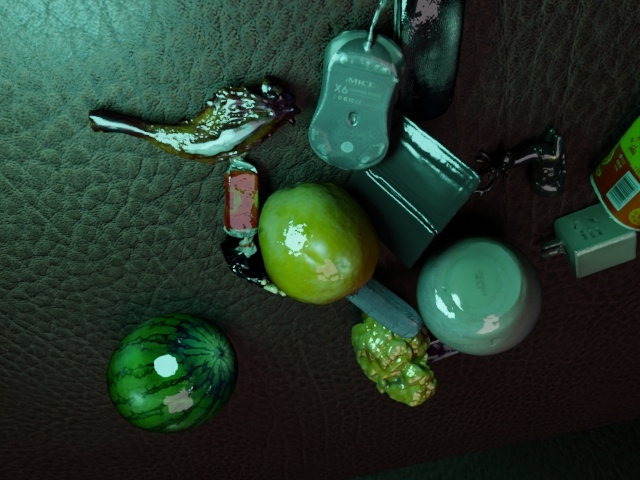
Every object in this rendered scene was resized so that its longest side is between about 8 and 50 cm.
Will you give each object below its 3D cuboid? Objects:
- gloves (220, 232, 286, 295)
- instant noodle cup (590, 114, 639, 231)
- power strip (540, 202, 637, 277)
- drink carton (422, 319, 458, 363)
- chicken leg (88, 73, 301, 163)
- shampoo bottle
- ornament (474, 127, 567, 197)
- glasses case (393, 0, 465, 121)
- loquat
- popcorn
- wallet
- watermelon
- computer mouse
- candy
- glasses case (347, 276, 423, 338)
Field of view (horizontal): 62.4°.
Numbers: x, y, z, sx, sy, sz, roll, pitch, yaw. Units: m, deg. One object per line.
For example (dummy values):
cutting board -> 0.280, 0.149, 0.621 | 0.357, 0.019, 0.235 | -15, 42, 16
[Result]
gloves -> -0.141, 0.058, 1.335 | 0.165, 0.124, 0.203 | -29, 131, -8
instant noodle cup -> 0.813, -0.185, 1.206 | 0.294, 0.293, 0.307 | 4, 144, -17
power strip -> 0.735, 0.007, 1.474 | 0.225, 0.140, 0.139 | -23, 139, 11
drink carton -> 0.342, 0.350, 1.800 | 0.223, 0.101, 0.134 | -23, 135, 11
chicken leg -> -0.240, -0.220, 1.034 | 0.408, 0.095, 0.157 | -6, 133, -2
shampoo bottle -> 0.414, 0.141, 1.403 | 0.323, 0.322, 0.317 | -26, 157, 16
ornament -> 0.464, -0.153, 1.282 | 0.236, 0.080, 0.202 | -19, 135, 5
glasses case -> 0.199, -0.357, 0.989 | 0.122, 0.075, 0.314 | -9, 139, -1
loquat -> 0.000, 0.000, 1.197 | 0.276, 0.276, 0.283 | -18, 99, 7
popcorn -> 0.220, 0.347, 1.618 | 0.225, 0.332, 0.265 | -21, 159, -26
wallet -> 0.176, -0.107, 1.153 | 0.041, 0.247, 0.322 | -32, 161, -39
watermelon -> -0.407, 0.367, 1.470 | 0.364, 0.363, 0.363 | -7, 138, -6
computer mouse -> 0.080, -0.296, 1.013 | 0.167, 0.090, 0.379 | 15, 134, -1
candy -> -0.176, -0.090, 1.182 | 0.086, 0.059, 0.291 | -4, 119, -13
glasses case -> 0.160, 0.170, 1.479 | 0.282, 0.067, 0.109 | 39, 142, 6
